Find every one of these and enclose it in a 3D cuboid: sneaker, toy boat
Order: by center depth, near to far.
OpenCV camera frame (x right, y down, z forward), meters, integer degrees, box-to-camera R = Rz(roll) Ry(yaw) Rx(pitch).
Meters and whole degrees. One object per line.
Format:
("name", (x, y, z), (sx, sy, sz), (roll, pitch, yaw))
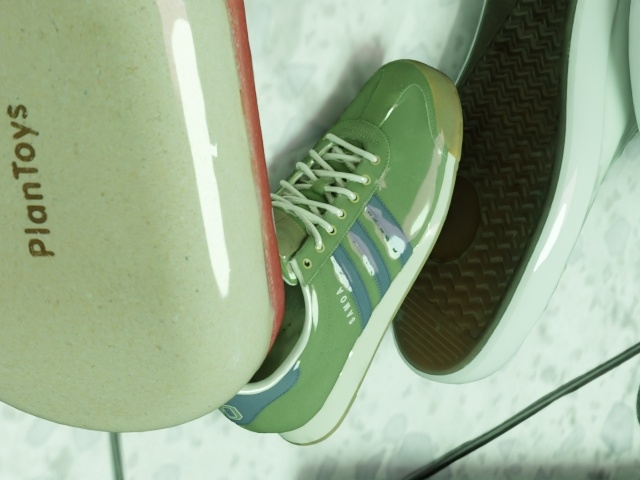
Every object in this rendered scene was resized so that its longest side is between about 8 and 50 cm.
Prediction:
("toy boat", (-0.083, -0.044, 0.732), (0.151, 0.151, 0.231), (-56, 144, -58))
("sneaker", (0.000, 0.000, 0.860), (0.086, 0.064, 0.192), (20, 92, -52))
("sneaker", (0.129, -0.058, 0.941), (0.123, 0.106, 0.290), (22, 86, -44))

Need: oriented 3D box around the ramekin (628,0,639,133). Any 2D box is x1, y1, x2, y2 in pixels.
("ramekin", (0.261, -0.098, 0.928), (0.273, 0.127, 0.273), (-4, 95, -50))
